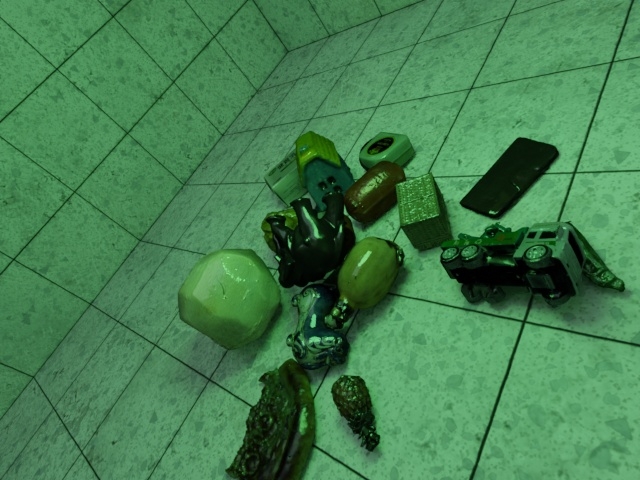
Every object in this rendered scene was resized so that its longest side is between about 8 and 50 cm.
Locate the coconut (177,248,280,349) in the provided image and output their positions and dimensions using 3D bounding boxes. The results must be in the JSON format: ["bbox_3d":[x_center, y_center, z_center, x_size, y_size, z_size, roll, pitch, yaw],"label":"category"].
[{"bbox_3d":[-0.319,0.195,1.544,0.346,0.346,0.360,8,61,47],"label":"coconut"}]

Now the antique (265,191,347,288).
[{"bbox_3d":[-0.044,0.010,1.379,0.322,0.185,0.255,-24,73,42],"label":"antique"}]

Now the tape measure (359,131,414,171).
[{"bbox_3d":[0.254,-0.352,1.751,0.207,0.115,0.235,-43,32,-10],"label":"tape measure"}]

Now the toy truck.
[{"bbox_3d":[0.466,0.047,1.075,0.178,0.177,0.363,-49,25,-24],"label":"toy truck"}]

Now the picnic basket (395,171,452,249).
[{"bbox_3d":[0.338,-0.089,1.369,0.134,0.154,0.196,-18,47,22],"label":"picnic basket"}]

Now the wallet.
[{"bbox_3d":[0.596,-0.204,1.339,0.309,0.042,0.165,-46,35,-4],"label":"wallet"}]

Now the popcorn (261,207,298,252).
[{"bbox_3d":[-0.124,-0.040,1.732,0.233,0.193,0.266,-24,24,-27],"label":"popcorn"}]

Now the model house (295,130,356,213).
[{"bbox_3d":[0.000,-0.311,1.797,0.215,0.303,0.237,-26,38,11],"label":"model house"}]

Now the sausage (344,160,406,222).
[{"bbox_3d":[0.207,-0.185,1.585,0.268,0.153,0.141,-41,58,2],"label":"sausage"}]

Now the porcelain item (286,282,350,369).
[{"bbox_3d":[0.003,0.265,1.342,0.186,0.138,0.288,-12,49,26],"label":"porcelain item"}]

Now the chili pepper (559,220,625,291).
[{"bbox_3d":[0.652,0.044,1.026,0.088,0.059,0.227,-40,38,14],"label":"chili pepper"}]

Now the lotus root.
[{"bbox_3d":[0.135,0.125,1.321,0.182,0.183,0.310,15,65,49],"label":"lotus root"}]

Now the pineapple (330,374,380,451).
[{"bbox_3d":[0.099,0.454,1.105,0.108,0.108,0.198,-35,50,10],"label":"pineapple"}]

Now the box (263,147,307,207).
[{"bbox_3d":[-0.102,-0.331,2.029,0.333,0.145,0.173,-41,34,3],"label":"box"}]

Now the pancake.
[{"bbox_3d":[-0.138,0.549,1.246,0.304,0.067,0.427,-10,49,39],"label":"pancake"}]

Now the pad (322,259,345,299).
[{"bbox_3d":[0.051,0.170,1.502,0.211,0.003,0.143,-48,36,-7],"label":"pad"}]

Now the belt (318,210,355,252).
[{"bbox_3d":[0.000,0.000,1.566,0.261,0.184,0.105,-32,37,15],"label":"belt"}]
